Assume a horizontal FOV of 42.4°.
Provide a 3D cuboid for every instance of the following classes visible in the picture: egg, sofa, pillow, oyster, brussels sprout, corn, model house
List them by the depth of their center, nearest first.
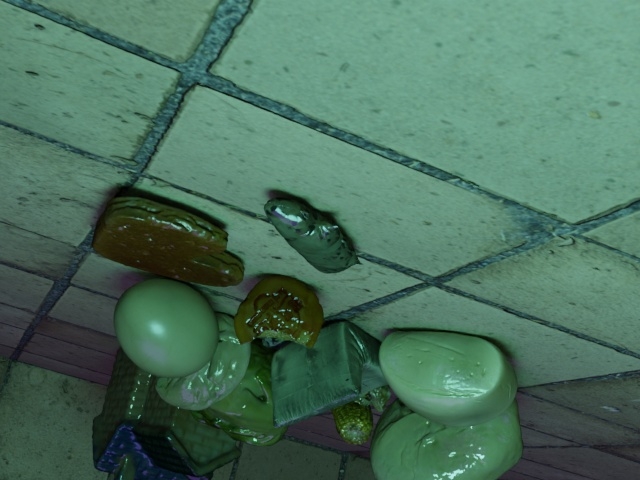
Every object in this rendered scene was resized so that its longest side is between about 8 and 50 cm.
[{"bbox_3d":[0.001,0.001,1.173,0.093,0.051,0.241,10,159,24],"label":"pillow"},{"bbox_3d":[-0.303,0.172,1.625,0.186,0.186,0.242,0,154,31],"label":"egg"},{"bbox_3d":[0.035,0.296,1.677,0.210,0.176,0.225,-25,141,21],"label":"sofa"},{"bbox_3d":[-0.076,0.197,1.737,0.125,0.064,0.177,-1,156,20],"label":"oyster"},{"bbox_3d":[0.057,0.297,1.877,0.233,0.107,0.161,27,148,1],"label":"oyster"},{"bbox_3d":[-0.184,0.354,1.967,0.328,0.247,0.328,11,164,3],"label":"brussels sprout"},{"bbox_3d":[0.071,0.401,1.971,0.106,0.106,0.293,17,-166,-9],"label":"corn"},{"bbox_3d":[-0.391,0.534,2.355,0.395,0.400,0.445,29,154,-31],"label":"model house"}]

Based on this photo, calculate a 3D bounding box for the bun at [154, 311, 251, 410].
[{"bbox_3d":[-0.269,0.251,1.779,0.210,0.237,0.116,49,-178,31],"label":"bun"}]

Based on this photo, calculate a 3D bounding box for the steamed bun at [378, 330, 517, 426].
[{"bbox_3d":[0.242,0.267,1.585,0.250,0.154,0.200,0,157,24],"label":"steamed bun"}]

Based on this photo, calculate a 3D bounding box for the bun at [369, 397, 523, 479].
[{"bbox_3d":[0.271,0.409,1.797,0.361,0.361,0.213,-17,101,54],"label":"bun"}]

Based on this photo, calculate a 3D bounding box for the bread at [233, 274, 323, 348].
[{"bbox_3d":[-0.073,0.127,1.459,0.156,0.125,0.086,4,168,-4],"label":"bread"}]

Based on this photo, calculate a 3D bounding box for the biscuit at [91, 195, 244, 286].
[{"bbox_3d":[-0.229,0.003,1.327,0.262,0.052,0.277,14,160,-16],"label":"biscuit"}]
